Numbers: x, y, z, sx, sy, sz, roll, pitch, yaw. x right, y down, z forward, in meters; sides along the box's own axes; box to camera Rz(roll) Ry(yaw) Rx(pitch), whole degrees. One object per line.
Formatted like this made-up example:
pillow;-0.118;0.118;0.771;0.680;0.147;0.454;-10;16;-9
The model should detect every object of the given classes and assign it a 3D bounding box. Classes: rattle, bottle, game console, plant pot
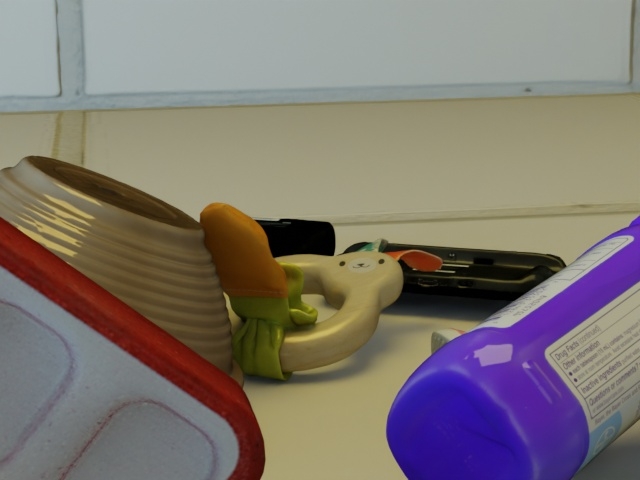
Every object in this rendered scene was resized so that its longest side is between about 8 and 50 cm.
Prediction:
rattle;0.000;0.000;1.029;0.200;0.142;0.130;-27;19;-28
bottle;0.162;0.050;0.793;0.283;0.092;0.118;-29;-14;-38
game console;0.021;0.029;1.192;0.361;0.043;0.213;3;15;20
plant pot;-0.144;0.020;0.889;0.237;0.109;0.237;24;6;-3

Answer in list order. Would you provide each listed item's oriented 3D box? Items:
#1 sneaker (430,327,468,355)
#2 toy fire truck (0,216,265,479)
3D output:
sneaker;0.122;0.089;0.886;0.070;0.051;0.134;-10;23;-21
toy fire truck;-0.202;0.064;0.435;0.302;0.254;0.169;38;4;-14
